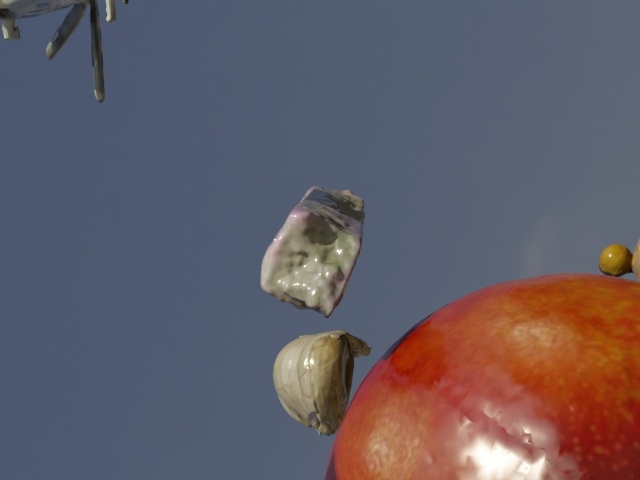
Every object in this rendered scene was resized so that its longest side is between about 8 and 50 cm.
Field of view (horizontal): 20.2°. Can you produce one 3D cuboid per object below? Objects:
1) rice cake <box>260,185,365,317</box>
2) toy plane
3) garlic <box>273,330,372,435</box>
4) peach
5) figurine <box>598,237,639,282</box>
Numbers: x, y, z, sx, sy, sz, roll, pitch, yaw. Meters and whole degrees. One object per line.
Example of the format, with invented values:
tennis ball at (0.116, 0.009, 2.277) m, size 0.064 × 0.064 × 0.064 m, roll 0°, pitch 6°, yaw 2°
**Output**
rice cake at (0.000, 0.000, 1.419) m, size 0.399 × 0.064 × 0.070 m, roll -67°, pitch 0°, yaw -85°
toy plane at (-0.202, -0.177, 1.306) m, size 0.107 × 0.273 × 0.182 m, roll -6°, pitch -64°, yaw -14°
garlic at (-0.004, 0.118, 1.558) m, size 0.113 × 0.074 × 0.094 m, roll 90°, pitch -160°, yaw -77°
peach at (0.180, 0.212, 1.249) m, size 0.388 × 0.388 × 0.388 m, roll -26°, pitch -56°, yaw -47°
figurine at (0.326, 0.073, 1.572) m, size 0.287 × 0.186 × 0.176 m, roll -52°, pitch 19°, yaw 29°
